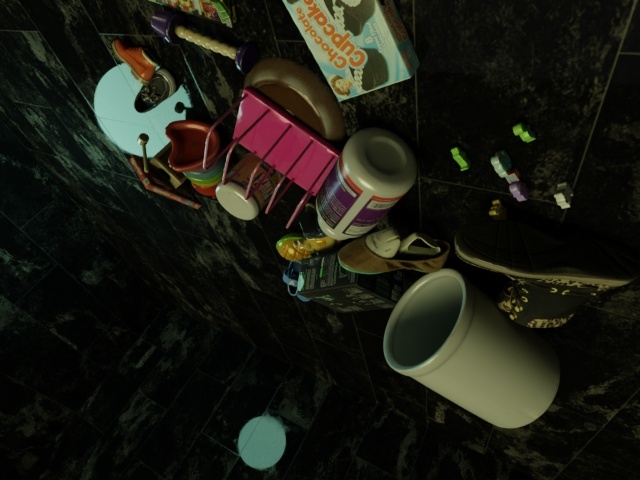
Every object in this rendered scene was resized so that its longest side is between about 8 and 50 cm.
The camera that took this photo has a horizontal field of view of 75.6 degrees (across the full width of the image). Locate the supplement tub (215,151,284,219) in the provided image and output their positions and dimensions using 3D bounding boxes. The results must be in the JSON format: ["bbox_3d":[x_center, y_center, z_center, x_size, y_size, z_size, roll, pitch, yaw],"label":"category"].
[{"bbox_3d":[-0.204,-0.176,1.250,0.144,0.200,0.144,24,149,15],"label":"supplement tub"}]

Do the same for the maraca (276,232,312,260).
[{"bbox_3d":[-0.072,0.021,1.515,0.185,0.099,0.127,-8,146,16],"label":"maraca"}]

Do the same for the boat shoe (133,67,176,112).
[{"bbox_3d":[-0.524,-0.454,1.280,0.228,0.076,0.080,-6,132,48],"label":"boat shoe"}]

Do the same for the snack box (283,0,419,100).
[{"bbox_3d":[0.038,-0.438,0.785,0.187,0.060,0.322,-1,135,45],"label":"snack box"}]

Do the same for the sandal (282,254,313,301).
[{"bbox_3d":[-0.092,0.171,1.704,0.126,0.138,0.318,19,148,19],"label":"sandal"}]

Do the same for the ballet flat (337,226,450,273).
[{"bbox_3d":[0.215,0.024,1.119,0.341,0.116,0.124,6,137,-24],"label":"ballet flat"}]

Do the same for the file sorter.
[{"bbox_3d":[-0.137,-0.200,1.075,0.290,0.182,0.202,35,150,-2],"label":"file sorter"}]

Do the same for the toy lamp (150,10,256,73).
[{"bbox_3d":[-0.290,-0.490,1.009,0.274,0.080,0.080,27,149,9],"label":"toy lamp"}]

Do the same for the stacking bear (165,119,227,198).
[{"bbox_3d":[-0.389,-0.246,1.376,0.164,0.176,0.289,-11,160,-7],"label":"stacking bear"}]

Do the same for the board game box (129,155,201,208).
[{"bbox_3d":[-0.566,-0.208,1.528,0.145,0.027,0.281,53,-171,20],"label":"board game box"}]

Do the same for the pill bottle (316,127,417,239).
[{"bbox_3d":[0.098,-0.124,1.057,0.181,0.182,0.323,34,150,-2],"label":"pill bottle"}]

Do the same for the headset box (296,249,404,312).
[{"bbox_3d":[0.093,0.142,1.380,0.282,0.132,0.246,-16,147,42],"label":"headset box"}]

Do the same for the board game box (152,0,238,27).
[{"bbox_3d":[-0.308,-0.587,0.935,0.259,0.030,0.136,24,146,15],"label":"board game box"}]

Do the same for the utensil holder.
[{"bbox_3d":[0.435,0.315,1.205,0.385,0.328,0.327,33,151,-15],"label":"utensil holder"}]

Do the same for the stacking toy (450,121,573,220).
[{"bbox_3d":[0.403,-0.134,0.880,0.221,0.052,0.166,46,147,-19],"label":"stacking toy"}]

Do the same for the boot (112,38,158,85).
[{"bbox_3d":[-0.534,-0.539,1.198,0.084,0.059,0.158,-42,87,27],"label":"boot"}]

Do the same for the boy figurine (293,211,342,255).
[{"bbox_3d":[0.000,0.000,1.370,0.177,0.092,0.285,-13,151,2],"label":"boy figurine"}]

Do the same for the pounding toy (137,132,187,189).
[{"bbox_3d":[-0.559,-0.283,1.453,0.206,0.181,0.094,46,148,-20],"label":"pounding toy"}]

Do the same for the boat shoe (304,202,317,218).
[{"bbox_3d":[-0.032,-0.062,1.396,0.056,0.049,0.152,17,146,26],"label":"boat shoe"}]

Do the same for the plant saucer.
[{"bbox_3d":[-0.083,-0.320,1.083,0.310,0.050,0.311,23,147,16],"label":"plant saucer"}]

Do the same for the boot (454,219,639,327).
[{"bbox_3d":[0.491,0.092,0.998,0.376,0.138,0.284,7,147,6],"label":"boot"}]
